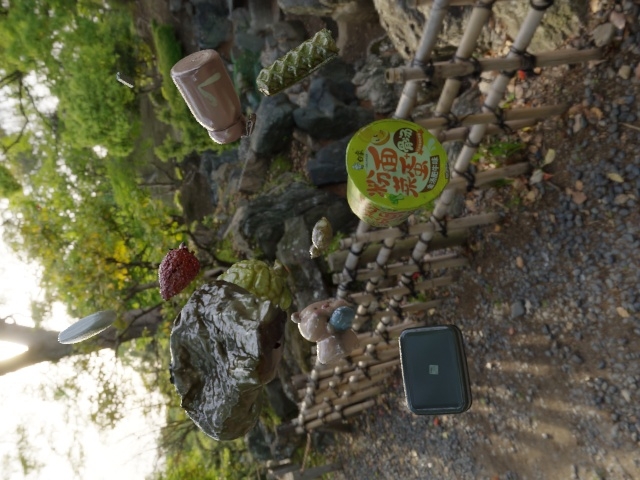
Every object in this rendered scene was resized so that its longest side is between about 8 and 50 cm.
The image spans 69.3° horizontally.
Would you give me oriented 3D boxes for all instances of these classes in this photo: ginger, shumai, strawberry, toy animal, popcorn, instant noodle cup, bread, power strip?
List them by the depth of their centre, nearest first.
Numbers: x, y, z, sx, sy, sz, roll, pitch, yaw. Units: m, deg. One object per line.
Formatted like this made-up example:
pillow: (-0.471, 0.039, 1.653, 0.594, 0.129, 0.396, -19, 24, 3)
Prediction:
shumai: (-0.152, 0.229, 0.979, 0.283, 0.217, 0.346, -24, 66, 32)
bread: (-0.070, -0.512, 1.353, 0.087, 0.269, 0.098, 57, -161, -18)
popcorn: (-0.206, 0.177, 1.400, 0.224, 0.270, 0.258, 36, -173, 11)
instant noodle cup: (0.215, -0.187, 1.425, 0.221, 0.311, 0.311, 106, 151, -70)
ginger: (0.000, 0.005, 1.542, 0.096, 0.067, 0.165, -88, 10, -53)
power strip: (-0.697, -0.575, 1.654, 0.083, 0.017, 0.027, 19, -114, -67)
toy animal: (0.037, 0.348, 1.775, 0.230, 0.210, 0.221, 1, 102, 41)
strawberry: (-0.603, 0.132, 1.944, 0.098, 0.228, 0.174, -8, 129, 47)

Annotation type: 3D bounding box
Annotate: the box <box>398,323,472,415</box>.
box: (0.257, 0.291, 1.047, 0.090, 0.145, 0.200, 33, -129, -66)

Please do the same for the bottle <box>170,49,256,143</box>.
bottle: (-0.350, -0.476, 1.576, 0.173, 0.207, 0.296, -73, -30, -42)

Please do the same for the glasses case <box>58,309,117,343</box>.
glasses case: (-0.666, 0.248, 1.326, 0.074, 0.193, 0.049, 12, -126, -66)
